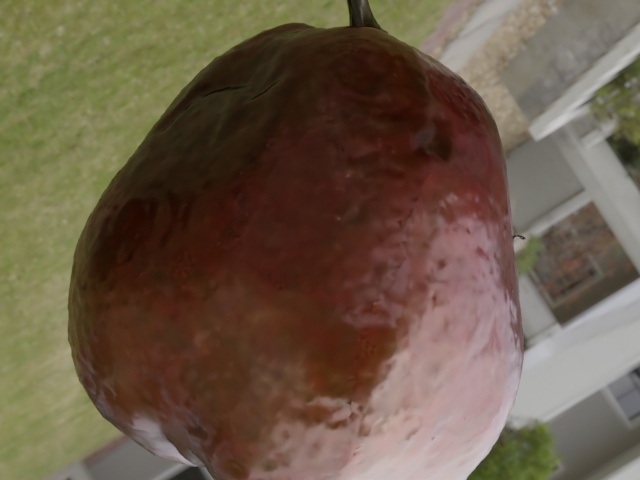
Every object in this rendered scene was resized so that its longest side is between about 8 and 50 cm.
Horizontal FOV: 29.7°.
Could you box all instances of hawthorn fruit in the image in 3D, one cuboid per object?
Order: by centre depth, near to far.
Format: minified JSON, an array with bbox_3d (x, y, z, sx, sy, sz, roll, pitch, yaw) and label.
[{"bbox_3d":[0.000,0.000,0.589,0.224,0.224,0.260,-12,122,-73],"label":"hawthorn fruit"}]
